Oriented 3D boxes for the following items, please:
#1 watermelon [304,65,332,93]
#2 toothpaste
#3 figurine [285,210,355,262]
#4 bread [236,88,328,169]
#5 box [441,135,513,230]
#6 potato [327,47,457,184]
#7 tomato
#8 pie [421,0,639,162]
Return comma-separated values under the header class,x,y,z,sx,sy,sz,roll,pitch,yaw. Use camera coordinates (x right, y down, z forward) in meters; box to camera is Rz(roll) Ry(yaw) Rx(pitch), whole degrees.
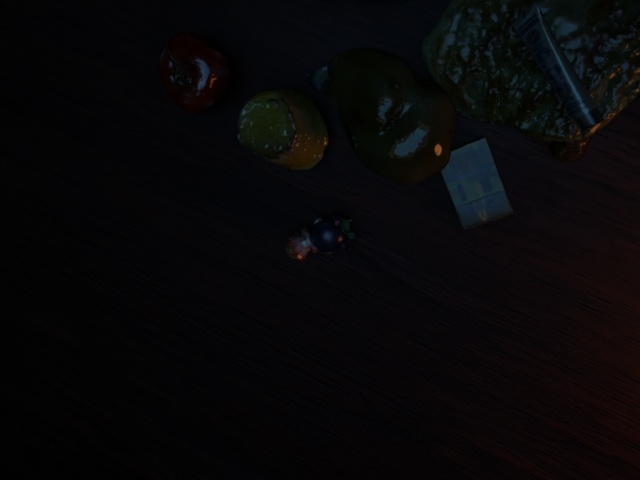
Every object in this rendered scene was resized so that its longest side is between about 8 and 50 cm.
class,x,y,z,sx,sy,sz,roll,pitch,yaw
watermelon,0.003,-0.395,1.077,0.085,0.085,0.061,37,73,1
toothpaste,0.419,-0.303,0.795,0.039,0.062,0.239,-30,88,-20
figurine,0.000,0.000,1.172,0.194,0.102,0.112,-25,103,21
bread,-0.088,-0.262,1.075,0.197,0.170,0.197,6,103,26
box,0.363,-0.132,1.066,0.121,0.030,0.193,-21,100,21
potato,0.148,-0.283,0.992,0.351,0.202,0.218,46,128,12
tomato,-0.306,-0.405,1.097,0.186,0.151,0.187,5,114,12
pie,0.434,-0.397,0.880,0.418,0.180,0.395,34,115,9
